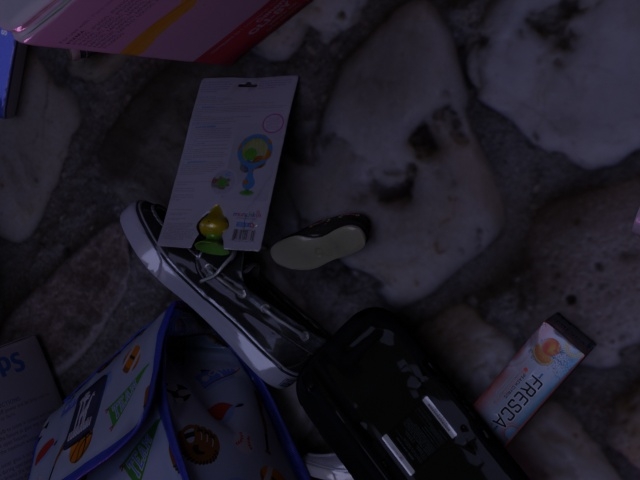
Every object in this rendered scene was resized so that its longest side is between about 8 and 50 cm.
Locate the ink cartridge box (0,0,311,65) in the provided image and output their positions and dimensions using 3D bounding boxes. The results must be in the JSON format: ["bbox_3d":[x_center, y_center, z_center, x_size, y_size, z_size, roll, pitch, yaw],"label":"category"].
[{"bbox_3d":[-0.205,-0.353,1.034,0.160,0.385,0.279,-31,83,26],"label":"ink cartridge box"}]

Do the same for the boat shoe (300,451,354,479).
[{"bbox_3d":[0.059,0.265,1.169,0.184,0.066,0.063,-2,78,30],"label":"boat shoe"}]

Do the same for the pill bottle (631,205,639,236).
[{"bbox_3d":[0.413,-0.007,0.937,0.193,0.108,0.108,24,106,21],"label":"pill bottle"}]

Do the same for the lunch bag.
[{"bbox_3d":[-0.202,0.314,1.196,0.328,0.239,0.385,-40,61,31],"label":"lunch bag"}]

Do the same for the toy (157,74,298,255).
[{"bbox_3d":[-0.105,-0.089,1.179,0.137,0.056,0.237,3,64,21],"label":"toy"}]

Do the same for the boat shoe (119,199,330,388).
[{"bbox_3d":[-0.117,0.044,1.196,0.306,0.113,0.105,46,106,11],"label":"boat shoe"}]

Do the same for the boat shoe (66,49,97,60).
[{"bbox_3d":[-0.335,-0.343,1.291,0.065,0.075,0.206,-16,82,-16],"label":"boat shoe"}]

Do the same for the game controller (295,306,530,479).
[{"bbox_3d":[0.105,0.232,1.088,0.166,0.067,0.319,-44,69,14],"label":"game controller"}]

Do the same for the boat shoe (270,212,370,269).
[{"bbox_3d":[0.001,0.002,1.174,0.133,0.042,0.049,-16,115,27],"label":"boat shoe"}]

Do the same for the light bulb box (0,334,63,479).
[{"bbox_3d":[-0.532,0.376,1.373,0.358,0.225,0.361,-25,87,26],"label":"light bulb box"}]

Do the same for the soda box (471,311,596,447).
[{"bbox_3d":[0.225,0.169,1.074,0.058,0.063,0.183,43,113,17],"label":"soda box"}]

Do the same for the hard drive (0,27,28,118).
[{"bbox_3d":[-0.567,-0.317,1.347,0.319,0.040,0.210,17,106,4],"label":"hard drive"}]
